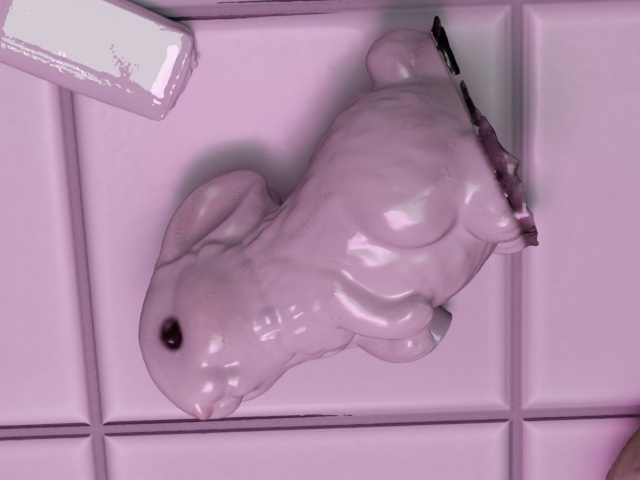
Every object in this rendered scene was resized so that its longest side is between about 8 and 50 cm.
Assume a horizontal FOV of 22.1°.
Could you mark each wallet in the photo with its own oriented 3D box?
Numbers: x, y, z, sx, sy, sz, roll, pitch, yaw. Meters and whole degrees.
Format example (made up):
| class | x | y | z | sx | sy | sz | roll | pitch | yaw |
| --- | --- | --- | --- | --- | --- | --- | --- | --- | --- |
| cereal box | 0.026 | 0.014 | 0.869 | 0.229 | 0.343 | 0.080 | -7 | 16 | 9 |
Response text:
| class | x | y | z | sx | sy | sz | roll | pitch | yaw |
| --- | --- | --- | --- | --- | --- | --- | --- | --- | --- |
| wallet | -0.200 | -0.173 | 1.417 | 0.190 | 0.033 | 0.095 | 20 | 110 | -6 |

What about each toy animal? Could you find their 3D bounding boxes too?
| class | x | y | z | sx | sy | sz | roll | pitch | yaw |
| --- | --- | --- | --- | --- | --- | --- | --- | --- | --- |
| toy animal | 0.000 | 0.000 | 1.392 | 0.357 | 0.194 | 0.258 | -25 | 71 | 6 |

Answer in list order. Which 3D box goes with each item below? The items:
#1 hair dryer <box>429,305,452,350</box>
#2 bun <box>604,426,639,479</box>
| class | x | y | z | sx | sy | sz | roll | pitch | yaw |
| --- | --- | --- | --- | --- | --- | --- | --- | --- | --- |
| hair dryer | 0.101 | 0.029 | 1.487 | 0.082 | 0.047 | 0.137 | 35 | 100 | -11 |
| bun | 0.374 | 0.253 | 1.517 | 0.239 | 0.141 | 0.239 | 2 | 107 | 5 |
